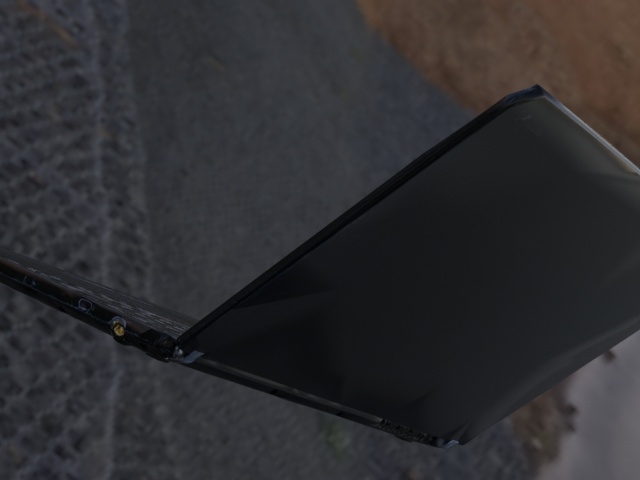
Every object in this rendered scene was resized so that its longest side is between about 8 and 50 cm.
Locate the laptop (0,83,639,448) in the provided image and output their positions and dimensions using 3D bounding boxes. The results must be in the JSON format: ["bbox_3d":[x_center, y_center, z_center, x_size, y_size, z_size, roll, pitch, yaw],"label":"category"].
[{"bbox_3d":[0.000,0.000,0.680,0.264,0.136,0.234,21,-4,35],"label":"laptop"}]
